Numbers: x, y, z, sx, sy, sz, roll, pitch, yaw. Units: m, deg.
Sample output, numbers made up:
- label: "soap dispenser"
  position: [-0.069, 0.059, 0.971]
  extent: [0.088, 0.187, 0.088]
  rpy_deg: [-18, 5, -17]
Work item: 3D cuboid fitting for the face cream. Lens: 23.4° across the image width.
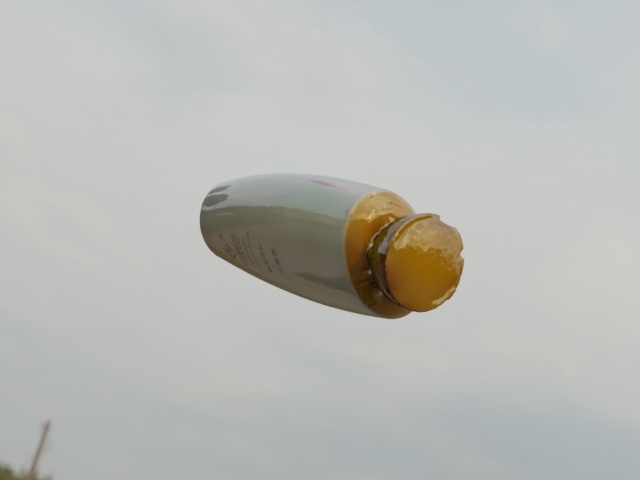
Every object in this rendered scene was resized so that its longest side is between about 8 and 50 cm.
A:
- label: "face cream"
  position: [0.000, 0.000, 0.787]
  extent: [0.182, 0.051, 0.072]
  rpy_deg: [12, -53, 56]
